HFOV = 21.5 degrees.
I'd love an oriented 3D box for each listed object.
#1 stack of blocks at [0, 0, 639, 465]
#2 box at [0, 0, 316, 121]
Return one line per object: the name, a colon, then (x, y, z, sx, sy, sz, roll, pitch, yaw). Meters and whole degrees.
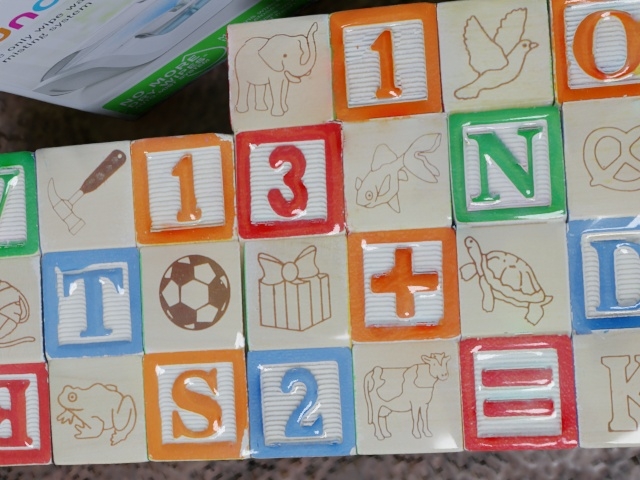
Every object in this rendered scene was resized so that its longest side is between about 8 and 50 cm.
stack of blocks: (0.000, 0.000, 0.685, 0.297, 0.087, 0.171, -5, 87, 16)
box: (-0.135, -0.193, 0.659, 0.127, 0.231, 0.262, -32, 79, 13)
